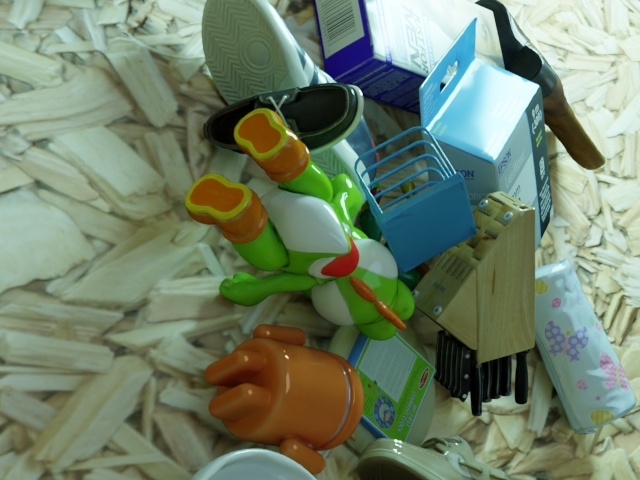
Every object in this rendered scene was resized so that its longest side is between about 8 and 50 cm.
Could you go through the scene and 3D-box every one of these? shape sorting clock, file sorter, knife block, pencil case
[{"bbox_3d":[0.080,0.195,1.834,0.206,0.040,0.206,15,66,-36],"label":"shape sorting clock"},{"bbox_3d":[0.122,-0.055,1.798,0.104,0.118,0.170,61,-1,27],"label":"file sorter"},{"bbox_3d":[0.254,0.104,1.919,0.242,0.088,0.276,37,90,-33],"label":"knife block"},{"bbox_3d":[0.392,0.165,2.145,0.124,0.113,0.273,-30,94,-41],"label":"pencil case"}]

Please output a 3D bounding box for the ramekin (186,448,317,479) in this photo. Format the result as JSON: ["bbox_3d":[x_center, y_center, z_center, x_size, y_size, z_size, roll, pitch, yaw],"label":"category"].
[{"bbox_3d":[-0.091,0.372,1.483,0.272,0.127,0.273,24,54,-38],"label":"ramekin"}]

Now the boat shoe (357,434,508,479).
[{"bbox_3d":[0.156,0.308,1.805,0.302,0.109,0.098,32,54,-41],"label":"boat shoe"}]

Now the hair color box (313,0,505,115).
[{"bbox_3d":[0.146,-0.303,2.122,0.338,0.110,0.185,13,61,-46],"label":"hair color box"}]

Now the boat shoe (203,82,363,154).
[{"bbox_3d":[-0.047,-0.151,1.724,0.079,0.233,0.084,8,78,-49],"label":"boat shoe"}]

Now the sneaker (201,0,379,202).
[{"bbox_3d":[-0.034,-0.206,1.865,0.350,0.131,0.148,60,33,-15],"label":"sneaker"}]

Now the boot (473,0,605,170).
[{"bbox_3d":[0.370,-0.272,2.349,0.280,0.096,0.264,41,5,-45],"label":"boot"}]

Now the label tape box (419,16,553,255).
[{"bbox_3d":[0.252,-0.122,2.022,0.249,0.115,0.348,-54,142,-49],"label":"label tape box"}]

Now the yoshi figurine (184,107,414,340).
[{"bbox_3d":[-0.021,-0.002,1.716,0.362,0.203,0.203,46,33,-41],"label":"yoshi figurine"}]

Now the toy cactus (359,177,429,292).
[{"bbox_3d":[0.108,0.017,1.927,0.180,0.112,0.219,-38,109,-40],"label":"toy cactus"}]

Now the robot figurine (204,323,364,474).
[{"bbox_3d":[-0.036,0.189,1.643,0.219,0.128,0.158,16,16,-43],"label":"robot figurine"}]
